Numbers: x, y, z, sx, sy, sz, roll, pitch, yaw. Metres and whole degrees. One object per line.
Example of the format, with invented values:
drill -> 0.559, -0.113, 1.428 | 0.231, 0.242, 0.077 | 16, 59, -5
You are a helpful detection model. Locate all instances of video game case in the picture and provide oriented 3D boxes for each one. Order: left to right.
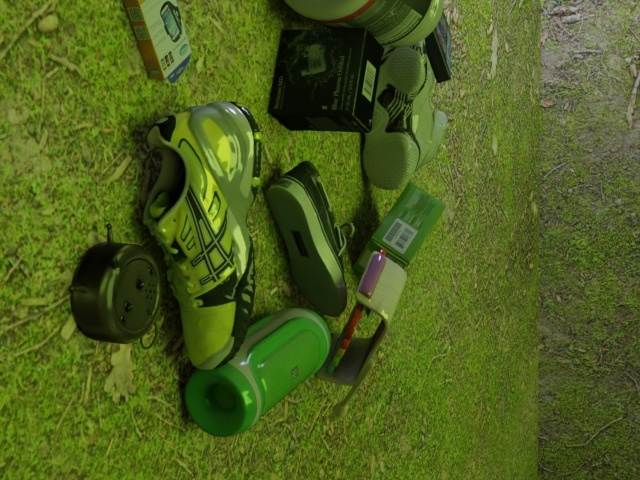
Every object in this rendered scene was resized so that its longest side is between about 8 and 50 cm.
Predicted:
video game case -> 0.230, -0.515, 2.032 | 0.248, 0.035, 0.275 | -77, 147, -55

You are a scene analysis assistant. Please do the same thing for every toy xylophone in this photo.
toy xylophone -> 0.070, 0.176, 1.719 | 0.236, 0.081, 0.322 | -64, 177, -46

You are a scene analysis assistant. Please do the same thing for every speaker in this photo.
speaker -> -0.092, 0.203, 1.497 | 0.296, 0.131, 0.131 | -31, 121, -60

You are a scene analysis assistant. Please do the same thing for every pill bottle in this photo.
pill bottle -> 0.083, -0.461, 1.657 | 0.363, 0.210, 0.210 | -1, 95, -65

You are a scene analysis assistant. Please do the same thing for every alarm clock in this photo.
alarm clock -> -0.251, 0.080, 1.218 | 0.192, 0.064, 0.129 | 69, 35, -48

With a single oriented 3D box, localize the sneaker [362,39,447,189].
sneaker -> 0.181, -0.301, 1.988 | 0.210, 0.137, 0.366 | -28, 124, -62

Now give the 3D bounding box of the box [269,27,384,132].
box -> 0.011, -0.273, 1.595 | 0.093, 0.158, 0.156 | 29, 68, -63

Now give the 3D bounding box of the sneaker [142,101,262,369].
sneaker -> -0.179, -0.002, 1.311 | 0.147, 0.145, 0.384 | -6, 104, -33

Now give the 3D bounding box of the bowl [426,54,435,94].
bowl -> 0.220, -0.404, 2.142 | 0.142, 0.053, 0.142 | -65, 148, -35

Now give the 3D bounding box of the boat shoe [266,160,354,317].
boat shoe -> -0.003, -0.001, 1.667 | 0.105, 0.113, 0.306 | -46, 127, -34

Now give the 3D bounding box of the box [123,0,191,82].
box -> -0.217, -0.284, 1.266 | 0.081, 0.028, 0.136 | -58, 146, -45

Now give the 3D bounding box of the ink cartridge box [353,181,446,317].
ink cartridge box -> 0.149, 0.026, 2.006 | 0.189, 0.097, 0.255 | -53, 175, -36
